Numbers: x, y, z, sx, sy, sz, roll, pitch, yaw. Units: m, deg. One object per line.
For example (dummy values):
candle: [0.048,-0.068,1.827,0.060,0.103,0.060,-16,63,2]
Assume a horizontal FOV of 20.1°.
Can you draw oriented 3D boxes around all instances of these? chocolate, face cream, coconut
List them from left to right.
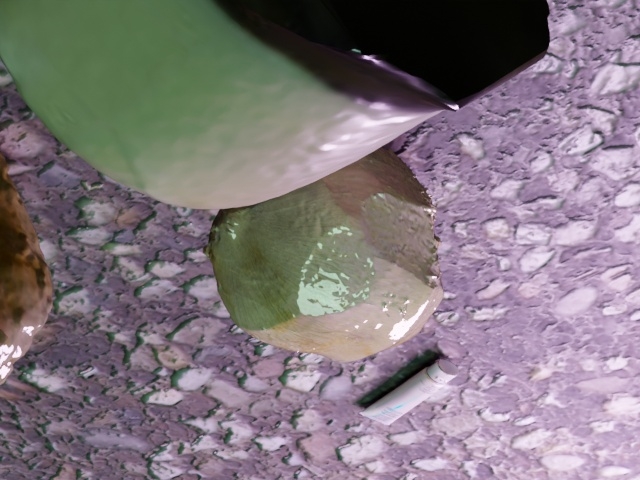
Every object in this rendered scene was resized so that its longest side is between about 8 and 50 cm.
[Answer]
chocolate: [-0.061,-0.163,1.089,0.297,0.326,0.314,-35,91,29]
coconut: [0.000,0.003,1.412,0.194,0.194,0.194,-2,140,-2]
face cream: [0.084,0.146,1.711,0.038,0.020,0.115,24,135,-30]

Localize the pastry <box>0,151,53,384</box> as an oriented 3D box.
pastry: [-0.351,0.015,1.307,0.330,0.329,0.136,20,134,-25]
